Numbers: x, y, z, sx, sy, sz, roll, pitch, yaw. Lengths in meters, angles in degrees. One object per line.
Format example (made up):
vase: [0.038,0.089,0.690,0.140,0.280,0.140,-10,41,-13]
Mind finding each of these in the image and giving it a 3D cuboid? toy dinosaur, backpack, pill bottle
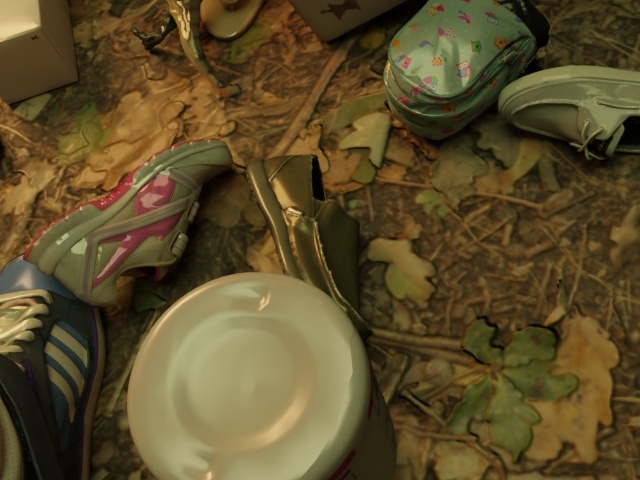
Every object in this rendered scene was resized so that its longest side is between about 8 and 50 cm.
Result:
toy dinosaur: [-0.188,-0.305,1.005,0.118,0.064,0.268,-12,74,18]
backpack: [0.146,-0.202,0.873,0.152,0.115,0.182,37,78,23]
pill bottle: [-0.025,0.152,0.620,0.160,0.283,0.160,-5,61,9]

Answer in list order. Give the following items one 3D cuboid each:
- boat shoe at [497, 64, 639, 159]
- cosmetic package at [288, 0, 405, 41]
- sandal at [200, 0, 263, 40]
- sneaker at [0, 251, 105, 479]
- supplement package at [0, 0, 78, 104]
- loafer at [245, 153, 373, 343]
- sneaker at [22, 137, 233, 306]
boat shoe: [0.299,-0.125,0.819,0.228,0.079,0.081,3,59,10]
cosmetic package: [0.035,-0.521,0.901,0.327,0.329,0.393,-22,59,21]
sandal: [-0.108,-0.380,1.040,0.088,0.079,0.240,10,65,17]
sneaker: [-0.302,0.110,0.728,0.130,0.236,0.322,-13,61,5]
supplement package: [-0.393,-0.289,1.036,0.105,0.105,0.179,-18,59,2]
loafer: [0.000,0.000,0.805,0.087,0.094,0.251,-26,60,2]
sneaker: [-0.186,-0.018,0.859,0.252,0.103,0.111,-39,99,-25]
